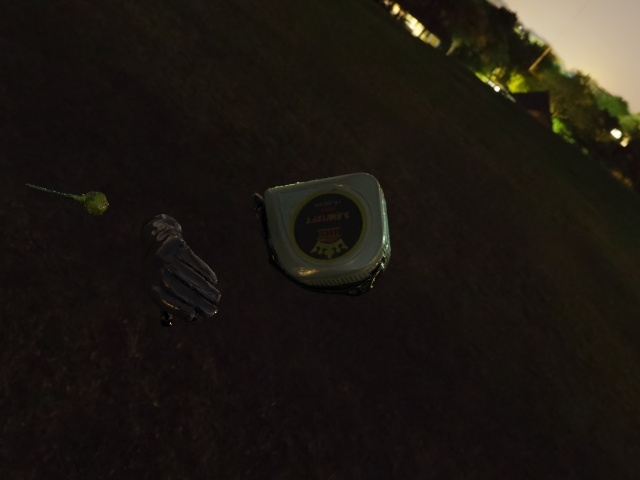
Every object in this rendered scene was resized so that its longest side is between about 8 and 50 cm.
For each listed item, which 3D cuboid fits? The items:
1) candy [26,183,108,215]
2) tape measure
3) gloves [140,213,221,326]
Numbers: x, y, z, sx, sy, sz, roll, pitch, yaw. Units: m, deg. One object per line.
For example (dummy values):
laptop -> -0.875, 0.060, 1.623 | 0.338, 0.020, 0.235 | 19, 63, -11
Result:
candy -> -0.389, -0.068, 0.882 | 0.123, 0.035, 0.035 | 15, 53, -40
tape measure -> 0.000, 0.000, 0.985 | 0.115, 0.235, 0.207 | 50, 34, -66
gloves -> -0.280, 0.055, 1.070 | 0.119, 0.142, 0.285 | 11, 26, -44
